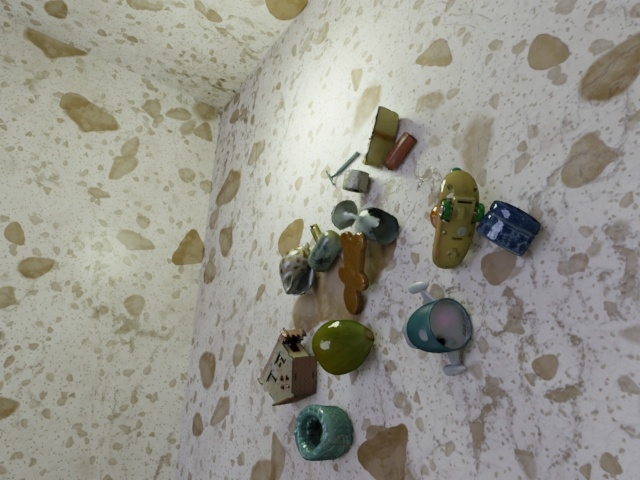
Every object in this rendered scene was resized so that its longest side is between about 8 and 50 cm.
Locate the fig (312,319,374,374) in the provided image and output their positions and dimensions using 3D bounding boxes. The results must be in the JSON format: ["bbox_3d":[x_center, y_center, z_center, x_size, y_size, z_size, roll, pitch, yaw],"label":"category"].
[{"bbox_3d":[0.087,0.392,1.697,0.230,0.207,0.207,-34,39,-2],"label":"fig"}]

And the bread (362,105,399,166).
[{"bbox_3d":[0.218,-0.436,1.908,0.178,0.135,0.240,12,88,57],"label":"bread"}]

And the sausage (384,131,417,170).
[{"bbox_3d":[0.313,-0.351,1.798,0.169,0.065,0.065,-55,37,24],"label":"sausage"}]

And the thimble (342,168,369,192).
[{"bbox_3d":[0.154,-0.257,1.956,0.115,0.102,0.090,4,80,64],"label":"thimble"}]

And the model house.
[{"bbox_3d":[-0.115,0.579,1.958,0.244,0.169,0.326,44,115,47],"label":"model house"}]

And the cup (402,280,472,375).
[{"bbox_3d":[0.346,0.273,1.386,0.173,0.167,0.300,-35,74,55],"label":"cup"}]

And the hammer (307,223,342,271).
[{"bbox_3d":[0.000,0.000,2.094,0.202,0.113,0.306,-56,28,20],"label":"hammer"}]

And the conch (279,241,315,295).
[{"bbox_3d":[-0.106,0.130,2.136,0.149,0.182,0.275,114,174,-82],"label":"conch"}]

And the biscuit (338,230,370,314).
[{"bbox_3d":[0.138,0.130,1.798,0.216,0.047,0.341,-167,73,-66],"label":"biscuit"}]

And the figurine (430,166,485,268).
[{"bbox_3d":[0.414,-0.063,1.423,0.222,0.124,0.325,-89,2,-63],"label":"figurine"}]

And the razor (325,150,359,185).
[{"bbox_3d":[0.112,-0.355,2.135,0.211,0.035,0.084,-38,70,34],"label":"razor"}]

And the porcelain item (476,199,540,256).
[{"bbox_3d":[0.529,-0.039,1.255,0.114,0.147,0.147,-63,34,15],"label":"porcelain item"}]

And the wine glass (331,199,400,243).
[{"bbox_3d":[0.179,-0.077,1.813,0.321,0.143,0.144,23,96,55],"label":"wine glass"}]

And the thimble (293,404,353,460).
[{"bbox_3d":[0.014,0.730,1.696,0.235,0.143,0.199,-15,65,54],"label":"thimble"}]
